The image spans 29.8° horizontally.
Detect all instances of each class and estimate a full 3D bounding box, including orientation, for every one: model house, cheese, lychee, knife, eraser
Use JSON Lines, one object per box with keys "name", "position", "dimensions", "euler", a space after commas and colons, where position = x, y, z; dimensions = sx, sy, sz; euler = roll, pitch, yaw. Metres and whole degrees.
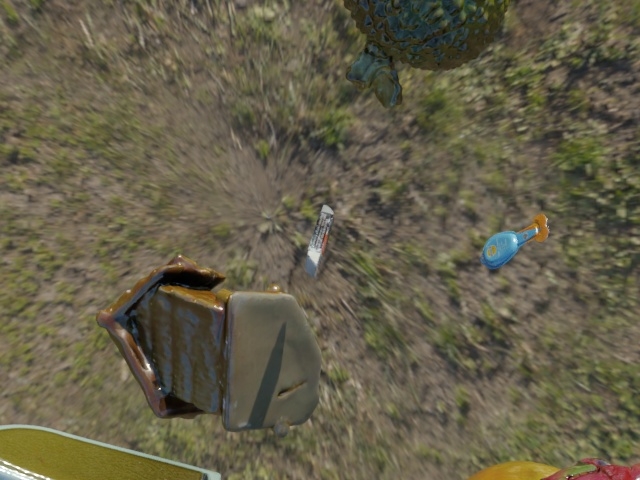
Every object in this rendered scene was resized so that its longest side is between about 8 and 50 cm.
{"name": "model house", "position": [-0.137, 0.127, 1.505], "dimensions": [0.229, 0.199, 0.220], "euler": [19, 103, 32]}
{"name": "cheese", "position": [0.242, 0.003, 1.509], "dimensions": [0.017, 0.111, 0.047], "euler": [19, 54, -38]}
{"name": "lychee", "position": [0.152, -0.365, 1.736], "dimensions": [0.320, 0.270, 0.270], "euler": [-24, 93, 41]}
{"name": "knife", "position": [-0.088, 0.180, 0.835], "dimensions": [0.343, 0.061, 0.027], "euler": [17, 126, -10]}
{"name": "eraser", "position": [0.000, 0.000, 1.319], "dimensions": [0.019, 0.099, 0.027], "euler": [13, 132, 6]}

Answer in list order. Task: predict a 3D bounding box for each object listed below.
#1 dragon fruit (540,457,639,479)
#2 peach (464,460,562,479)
{"name": "dragon fruit", "position": [0.265, 0.311, 1.169], "dimensions": [0.272, 0.198, 0.218], "euler": [-9, 60, 20]}
{"name": "peach", "position": [0.280, 0.461, 1.668], "dimensions": [0.307, 0.332, 0.308], "euler": [-1, 65, 2]}
